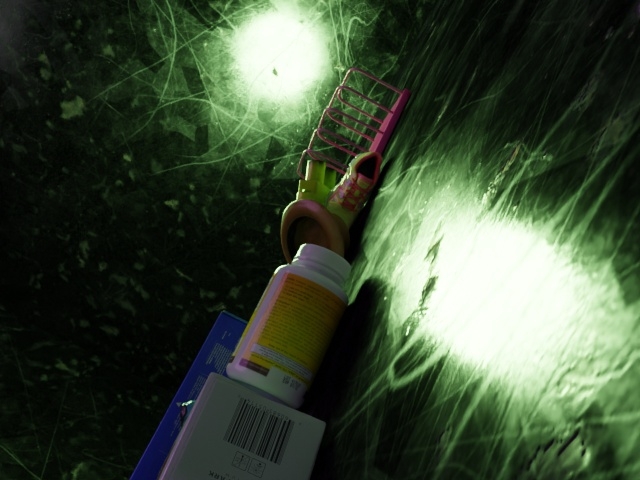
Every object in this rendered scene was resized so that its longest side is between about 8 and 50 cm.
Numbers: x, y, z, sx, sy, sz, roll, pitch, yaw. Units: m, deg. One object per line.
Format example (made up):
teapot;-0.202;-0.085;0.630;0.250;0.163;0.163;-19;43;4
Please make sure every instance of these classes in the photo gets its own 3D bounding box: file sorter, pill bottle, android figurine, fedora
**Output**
file sorter;0.081;-0.285;1.659;0.290;0.182;0.202;-64;3;-18
pill bottle;-0.036;0.116;0.862;0.215;0.117;0.117;-64;4;-20
android figurine;-0.007;-0.039;1.400;0.248;0.056;0.272;23;-108;-71
fedora;0.000;0.000;1.226;0.079;0.194;0.194;-18;-28;-38

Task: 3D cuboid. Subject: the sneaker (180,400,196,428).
sneaker;-0.108;0.234;0.793;0.073;0.162;0.063;-43;38;24

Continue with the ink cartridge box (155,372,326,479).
ink cartridge box;-0.138;0.332;0.624;0.309;0.130;0.272;-59;7;49

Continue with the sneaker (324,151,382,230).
sneaker;0.073;-0.110;1.327;0.208;0.081;0.094;-67;13;-13

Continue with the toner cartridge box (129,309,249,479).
toner cartridge box;-0.155;0.290;0.925;0.348;0.165;0.075;-65;4;-39

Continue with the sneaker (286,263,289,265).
sneaker;-0.045;0.069;1.641;0.228;0.087;0.092;-65;6;-10
